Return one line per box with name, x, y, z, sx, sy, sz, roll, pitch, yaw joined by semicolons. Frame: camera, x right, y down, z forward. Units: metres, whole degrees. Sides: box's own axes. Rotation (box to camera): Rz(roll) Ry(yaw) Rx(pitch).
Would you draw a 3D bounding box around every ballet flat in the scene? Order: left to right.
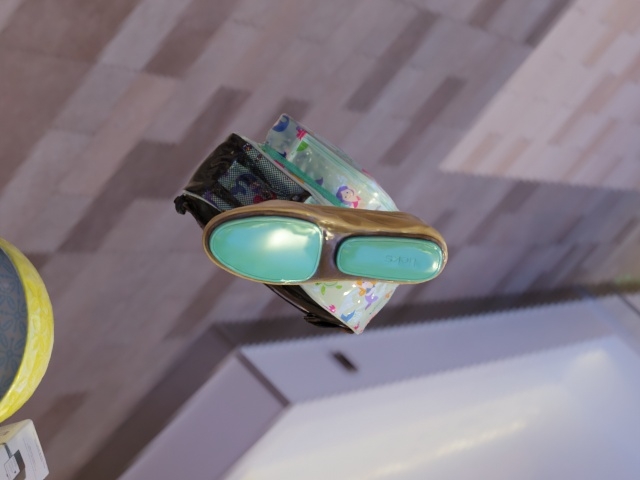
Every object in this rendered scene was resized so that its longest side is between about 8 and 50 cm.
ballet flat;0.000;0.000;1.446;0.232;0.073;0.080;8;117;-18

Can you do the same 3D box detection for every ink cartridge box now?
ink cartridge box;-0.467;0.320;2.095;0.153;0.087;0.208;-16;-173;10

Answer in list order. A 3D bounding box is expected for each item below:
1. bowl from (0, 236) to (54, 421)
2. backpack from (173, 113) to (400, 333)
bowl;-0.456;0.127;2.125;0.289;0.289;0.156;-50;152;12
backpack;-0.012;-0.013;1.855;0.191;0.253;0.225;-45;165;-1
